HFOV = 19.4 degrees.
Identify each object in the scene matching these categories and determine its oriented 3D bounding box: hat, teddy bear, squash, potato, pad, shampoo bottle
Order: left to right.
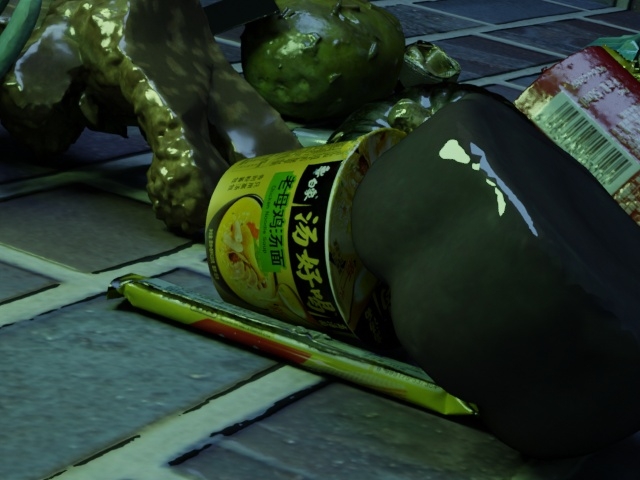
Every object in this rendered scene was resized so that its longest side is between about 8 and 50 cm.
[{"bbox_3d":[-0.179,-0.106,1.583,0.246,0.222,0.296,-2,63,-58],"label":"teddy bear"},{"bbox_3d":[-0.165,-0.214,1.981,0.245,0.006,0.170,-20,18,-1],"label":"pad"},{"bbox_3d":[0.009,-0.210,2.065,0.176,0.141,0.298,24,18,10],"label":"potato"},{"bbox_3d":[0.125,-0.200,2.272,0.076,0.059,0.077,35,29,21],"label":"hat"},{"bbox_3d":[0.086,-0.035,1.424,0.193,0.156,0.193,12,35,-9],"label":"squash"},{"bbox_3d":[0.278,-0.018,1.453,0.118,0.076,0.314,-35,65,-17],"label":"shampoo bottle"}]

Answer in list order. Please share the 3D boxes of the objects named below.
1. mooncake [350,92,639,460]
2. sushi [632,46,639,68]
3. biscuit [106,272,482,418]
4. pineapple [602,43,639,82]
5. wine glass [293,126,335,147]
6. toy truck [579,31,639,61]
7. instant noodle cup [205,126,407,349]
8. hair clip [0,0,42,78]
[{"bbox_3d":[0.132,0.023,1.182,0.245,0.133,0.245,44,22,-23],"label":"mooncake"},{"bbox_3d":[0.376,-0.150,1.947,0.124,0.225,0.127,27,19,17],"label":"sushi"},{"bbox_3d":[-0.011,0.069,1.251,0.292,0.026,0.048,18,12,21],"label":"biscuit"},{"bbox_3d":[0.324,-0.057,1.835,0.250,0.140,0.164,48,1,33],"label":"pineapple"},{"bbox_3d":[0.011,-0.089,1.826,0.083,0.039,0.042,9,17,7],"label":"wine glass"},{"bbox_3d":[0.386,-0.174,2.190,0.156,0.155,0.279,7,14,16],"label":"toy truck"},{"bbox_3d":[0.000,0.000,1.293,0.122,0.151,0.151,-1,6,32],"label":"instant noodle cup"},{"bbox_3d":[-0.387,-0.216,1.474,0.238,0.392,0.318,11,30,-34],"label":"hair clip"}]
